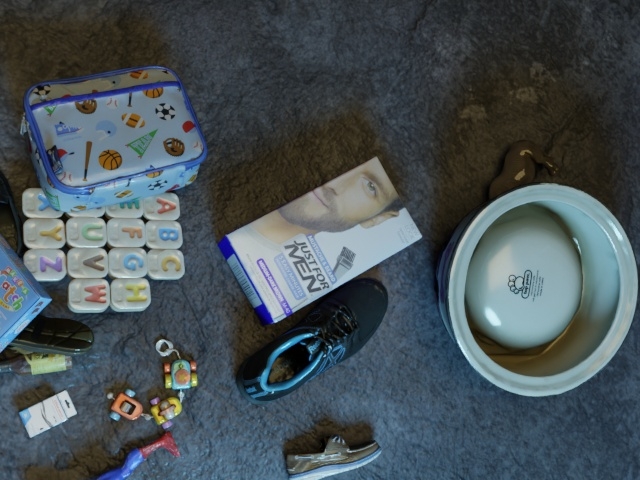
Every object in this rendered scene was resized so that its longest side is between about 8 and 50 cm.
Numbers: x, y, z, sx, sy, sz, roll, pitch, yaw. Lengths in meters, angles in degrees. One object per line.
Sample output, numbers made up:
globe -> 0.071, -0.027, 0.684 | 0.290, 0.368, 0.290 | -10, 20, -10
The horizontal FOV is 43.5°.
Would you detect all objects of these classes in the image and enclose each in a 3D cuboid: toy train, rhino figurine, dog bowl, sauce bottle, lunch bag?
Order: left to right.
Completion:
sauce bottle -> -0.492, 0.210, 1.374 | 0.128, 0.042, 0.042 | -6, 83, -19
lunch bag -> -0.370, -0.190, 1.415 | 0.303, 0.115, 0.243 | -14, 74, -27
toy train -> -0.292, 0.263, 1.422 | 0.125, 0.046, 0.166 | 38, 73, -8
rhino figurine -> 0.406, -0.104, 1.677 | 0.106, 0.073, 0.243 | 32, 75, -11
dog bowl -> 0.405, 0.089, 1.572 | 0.408, 0.150, 0.408 | -1, 94, -15

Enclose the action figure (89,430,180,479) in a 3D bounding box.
action figure -> -0.357, 0.446, 1.348 | 0.280, 0.091, 0.139 | -23, 79, -19

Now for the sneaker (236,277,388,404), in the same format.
sneaker -> 0.006, 0.187, 1.475 | 0.341, 0.139, 0.125 | -38, 91, -20

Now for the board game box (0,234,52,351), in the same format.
board game box -> -0.561, 0.112, 1.306 | 0.211, 0.039, 0.160 | -45, 72, 4

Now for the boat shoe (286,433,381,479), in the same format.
boat shoe -> 0.024, 0.395, 1.484 | 0.183, 0.066, 0.066 | -14, 84, -18

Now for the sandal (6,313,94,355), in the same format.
sandal -> -0.496, 0.158, 1.369 | 0.219, 0.060, 0.090 | 14, 42, -6

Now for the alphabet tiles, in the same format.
alphabet tiles -> -0.379, -0.012, 1.417 | 0.278, 0.021, 0.284 | 2, 68, -26

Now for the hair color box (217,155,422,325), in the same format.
hair color box -> 0.000, 0.000, 1.522 | 0.339, 0.110, 0.185 | -29, 89, -20

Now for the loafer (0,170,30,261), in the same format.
loafer -> -0.562, -0.064, 1.378 | 0.076, 0.078, 0.223 | -24, 89, -21

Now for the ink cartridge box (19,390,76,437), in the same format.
ink cartridge box -> -0.466, 0.296, 1.374 | 0.083, 0.028, 0.048 | -25, 89, -19
